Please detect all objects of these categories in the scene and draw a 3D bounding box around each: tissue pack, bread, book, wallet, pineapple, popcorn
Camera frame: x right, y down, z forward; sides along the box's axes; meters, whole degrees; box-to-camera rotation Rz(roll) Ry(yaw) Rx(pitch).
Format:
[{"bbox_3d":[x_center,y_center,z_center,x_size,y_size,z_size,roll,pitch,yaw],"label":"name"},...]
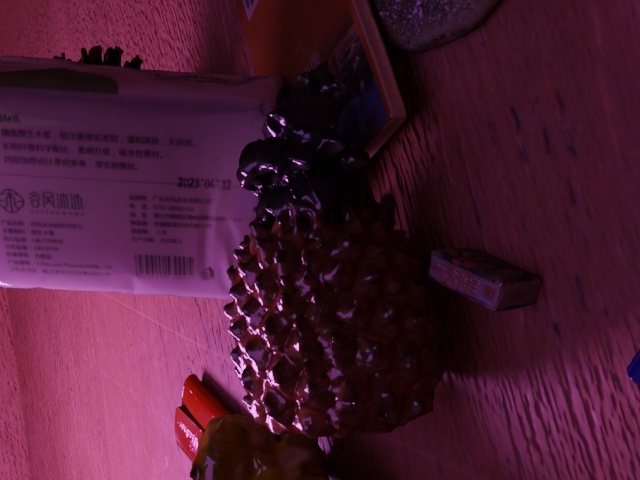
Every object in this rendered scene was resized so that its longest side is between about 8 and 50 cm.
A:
[{"bbox_3d":[0.149,0.035,0.609,0.083,0.063,0.035,31,115,48],"label":"tissue pack"},{"bbox_3d":[0.101,-0.321,0.656,0.267,0.040,0.267,8,100,52],"label":"bread"},{"bbox_3d":[-0.023,-0.244,0.803,0.262,0.028,0.374,-41,62,57],"label":"book"},{"bbox_3d":[-0.226,-0.075,0.818,0.194,0.356,0.266,-94,9,-64],"label":"tissue pack"},{"bbox_3d":[-0.176,0.327,1.078,0.204,0.045,0.142,28,115,49],"label":"wallet"},{"bbox_3d":[-0.002,0.000,0.658,0.222,0.222,0.358,-1,101,53],"label":"pineapple"},{"bbox_3d":[-0.067,0.337,0.785,0.276,0.225,0.277,-11,65,25],"label":"popcorn"}]

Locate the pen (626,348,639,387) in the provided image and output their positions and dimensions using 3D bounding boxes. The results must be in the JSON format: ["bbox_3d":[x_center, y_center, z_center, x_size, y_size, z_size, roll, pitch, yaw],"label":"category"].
[{"bbox_3d":[0.289,-0.003,0.448,0.033,0.033,0.269,45,128,40],"label":"pen"}]

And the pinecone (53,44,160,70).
[{"bbox_3d":[-0.297,-0.159,1.001,0.246,0.292,0.246,-21,44,22],"label":"pinecone"}]
